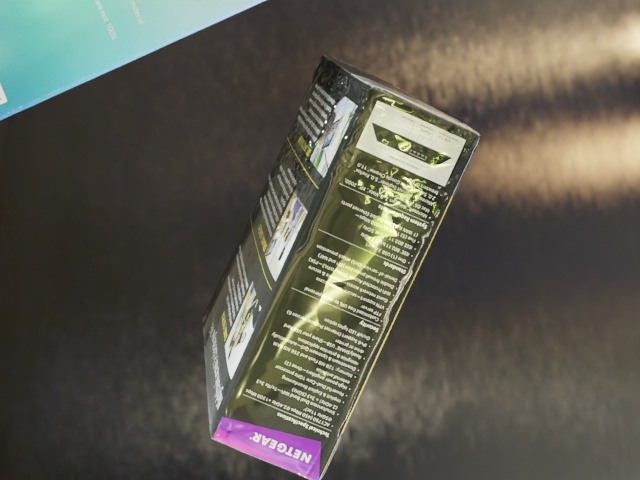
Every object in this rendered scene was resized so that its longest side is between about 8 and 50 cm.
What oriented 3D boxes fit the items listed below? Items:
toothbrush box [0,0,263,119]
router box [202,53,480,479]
[{"bbox_3d":[-0.100,-0.167,0.783,0.126,0.295,0.216,65,-16,-12],"label":"toothbrush box"},{"bbox_3d":[0.000,0.000,0.578,0.179,0.046,0.133,-114,-131,-78],"label":"router box"}]
